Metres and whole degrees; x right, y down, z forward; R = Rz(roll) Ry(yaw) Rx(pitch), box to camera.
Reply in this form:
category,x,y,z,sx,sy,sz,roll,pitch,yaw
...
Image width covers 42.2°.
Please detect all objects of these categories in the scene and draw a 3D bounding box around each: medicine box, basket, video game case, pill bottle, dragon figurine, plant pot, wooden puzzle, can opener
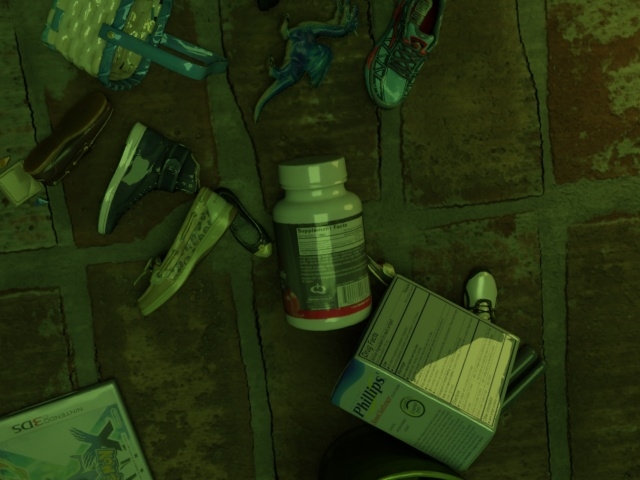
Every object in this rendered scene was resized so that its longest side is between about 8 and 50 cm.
category,x,y,z,sx,sy,sz,roll,pitch,yaw
medicine box,0.207,0.249,1.604,0.289,0.263,0.149,27,131,5
basket,-0.314,-0.354,1.451,0.289,0.255,0.201,27,103,-4
video game case,-0.510,0.479,1.705,0.300,0.036,0.329,-19,104,-5
pill bottle,0.000,0.000,1.613,0.176,0.176,0.318,-8,103,-7
dragon figurine,-0.026,-0.339,1.585,0.144,0.085,0.289,19,97,-12
plant pot,0.136,0.546,1.658,0.367,0.353,0.366,-2,103,-9
wooden puzzle,-0.576,-0.110,1.583,0.079,0.014,0.116,-27,104,2
can opener,0.381,0.352,1.790,0.283,0.095,0.076,-44,105,2

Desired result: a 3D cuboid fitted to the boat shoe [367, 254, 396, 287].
category,x,y,z,sx,sy,sz,roll,pitch,yaw
boat shoe,0.137,0.069,1.716,0.137,0.049,0.043,42,89,-17

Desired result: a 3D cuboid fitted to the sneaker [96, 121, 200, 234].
category,x,y,z,sx,sy,sz,roll,pitch,yaw
sneaker,-0.322,-0.091,1.589,0.163,0.086,0.226,24,96,-10

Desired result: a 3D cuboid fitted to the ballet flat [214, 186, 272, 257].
category,x,y,z,sx,sy,sz,roll,pitch,yaw
ballet flat,-0.157,-0.031,1.647,0.057,0.049,0.173,-39,105,1

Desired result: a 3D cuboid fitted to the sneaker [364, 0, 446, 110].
category,x,y,z,sx,sy,sz,roll,pitch,yaw
sneaker,0.163,-0.376,1.587,0.104,0.125,0.261,18,98,-12

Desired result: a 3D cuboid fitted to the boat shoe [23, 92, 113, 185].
category,x,y,z,sx,sy,sz,roll,pitch,yaw
boat shoe,-0.463,-0.188,1.561,0.207,0.073,0.073,-42,142,5

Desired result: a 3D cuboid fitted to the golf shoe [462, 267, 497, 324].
category,x,y,z,sx,sy,sz,roll,pitch,yaw
golf shoe,0.343,0.160,1.745,0.077,0.094,0.198,1,100,-9

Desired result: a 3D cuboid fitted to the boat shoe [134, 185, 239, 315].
category,x,y,z,sx,sy,sz,roll,pitch,yaw
boat shoe,-0.274,0.023,1.609,0.089,0.104,0.285,38,99,-10

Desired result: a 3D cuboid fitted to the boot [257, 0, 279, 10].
category,x,y,z,sx,sy,sz,roll,pitch,yaw
boot,-0.019,-0.549,1.537,0.207,0.094,0.246,0,96,-5
